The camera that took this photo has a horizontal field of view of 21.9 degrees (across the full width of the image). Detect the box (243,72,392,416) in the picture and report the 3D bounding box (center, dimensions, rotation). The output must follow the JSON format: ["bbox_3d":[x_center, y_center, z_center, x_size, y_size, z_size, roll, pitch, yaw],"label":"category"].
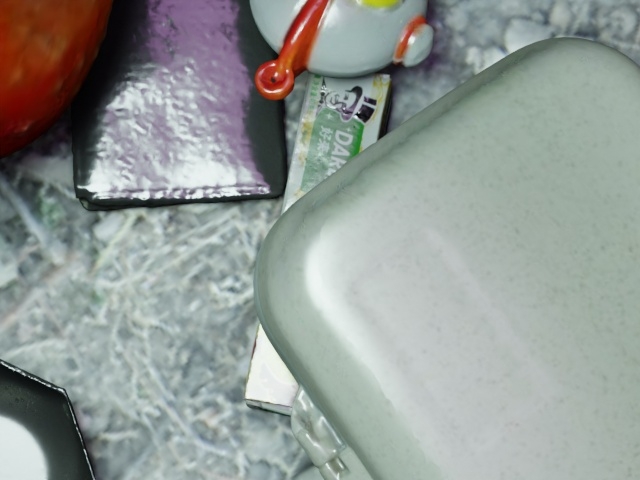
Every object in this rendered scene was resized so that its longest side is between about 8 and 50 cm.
[{"bbox_3d":[0.000,0.000,0.948,0.050,0.041,0.207,11,79,3],"label":"box"}]

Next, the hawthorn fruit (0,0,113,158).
[{"bbox_3d":[-0.241,-0.130,0.869,0.287,0.287,0.330,-1,99,-2],"label":"hawthorn fruit"}]

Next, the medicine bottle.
[{"bbox_3d":[0.150,0.091,0.879,0.282,0.123,0.375,-35,87,-14],"label":"medicine bottle"}]

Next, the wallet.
[{"bbox_3d":[-0.088,-0.141,0.980,0.124,0.025,0.244,-3,79,-3],"label":"wallet"}]

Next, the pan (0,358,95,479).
[{"bbox_3d":[-0.226,0.144,0.911,0.202,0.048,0.128,-18,79,-6],"label":"pan"}]

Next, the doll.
[{"bbox_3d":[0.032,-0.173,0.951,0.142,0.076,0.245,31,63,9],"label":"doll"}]
